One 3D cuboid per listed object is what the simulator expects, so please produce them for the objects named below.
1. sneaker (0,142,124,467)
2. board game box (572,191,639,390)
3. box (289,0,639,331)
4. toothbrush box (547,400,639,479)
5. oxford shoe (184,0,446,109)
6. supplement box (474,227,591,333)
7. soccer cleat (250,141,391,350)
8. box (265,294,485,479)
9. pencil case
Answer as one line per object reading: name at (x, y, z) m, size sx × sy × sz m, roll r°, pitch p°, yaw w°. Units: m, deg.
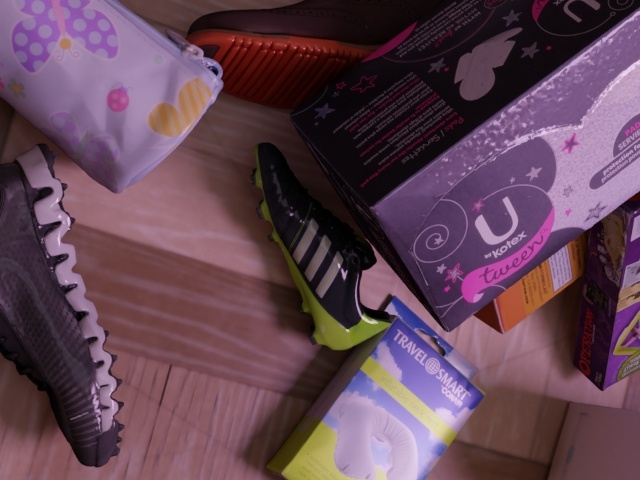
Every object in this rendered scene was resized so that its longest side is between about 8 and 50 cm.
sneaker at (-0.212, 0.055, 0.876) m, size 0.106 × 0.078 × 0.234 m, roll -16°, pitch 91°, yaw -19°
board game box at (0.374, -0.021, 1.074) m, size 0.347 × 0.056 × 0.208 m, roll -24°, pitch 131°, yaw -22°
box at (0.135, -0.080, 0.923) m, size 0.247 × 0.142 × 0.163 m, roll -36°, pitch 133°, yaw -1°
toothbrush box at (0.365, 0.244, 1.032) m, size 0.296 × 0.216 × 0.126 m, roll 21°, pitch 80°, yaw -19°
oxford shoe at (0.013, -0.166, 0.977) m, size 0.271 × 0.097 × 0.098 m, roll -2°, pitch 72°, yaw -29°
supplement box at (0.209, -0.023, 1.038) m, size 0.233 × 0.078 × 0.080 m, roll -35°, pitch 129°, yaw -18°
soccer cleat at (0.000, 0.000, 0.966) m, size 0.072 × 0.060 × 0.178 m, roll -21°, pitch 104°, yaw 5°
box at (0.052, 0.145, 0.998) m, size 0.109 × 0.042 × 0.178 m, roll 42°, pitch 75°, yaw -16°
pencil case at (-0.198, -0.156, 0.858) m, size 0.273 × 0.124 × 0.113 m, roll 41°, pitch 41°, yaw -14°
